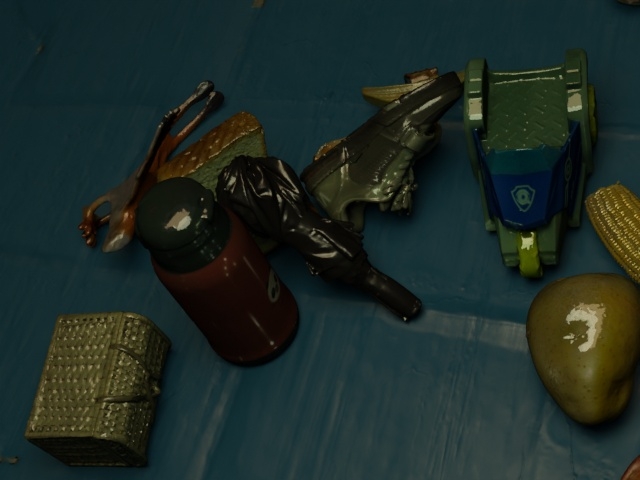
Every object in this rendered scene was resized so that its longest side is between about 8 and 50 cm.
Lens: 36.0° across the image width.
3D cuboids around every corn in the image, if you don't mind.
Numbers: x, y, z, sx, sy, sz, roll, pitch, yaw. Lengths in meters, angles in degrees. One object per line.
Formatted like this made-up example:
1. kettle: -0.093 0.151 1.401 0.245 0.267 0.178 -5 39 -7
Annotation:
1. corn: 0.430 -0.008 1.347 0.085 0.063 0.165 -32 51 9

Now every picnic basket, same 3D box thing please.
1. picnic basket: -0.307 0.216 1.419 0.154 0.134 0.196 -4 57 16

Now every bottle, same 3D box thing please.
1. bottle: -0.141 0.039 1.349 0.144 0.336 0.144 -9 55 13

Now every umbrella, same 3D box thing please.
1. umbrella: 0.000 0.000 1.394 0.340 0.118 0.118 37 73 -1

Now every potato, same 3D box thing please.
1. potato: 0.338 0.136 1.247 0.157 0.157 0.194 -7 79 15

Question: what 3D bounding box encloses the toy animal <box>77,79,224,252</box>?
1. toy animal: -0.288 -0.116 1.637 0.302 0.225 0.284 -32 34 12

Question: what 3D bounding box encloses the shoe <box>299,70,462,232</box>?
1. shoe: 0.115 -0.115 1.462 0.293 0.109 0.149 -34 82 25

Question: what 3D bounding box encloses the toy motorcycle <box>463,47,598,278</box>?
1. toy motorcycle: 0.292 -0.121 1.389 0.191 0.200 0.326 -3 56 17

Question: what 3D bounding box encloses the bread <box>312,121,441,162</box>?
1. bread: 0.092 -0.140 1.559 0.214 0.053 0.073 -14 63 15

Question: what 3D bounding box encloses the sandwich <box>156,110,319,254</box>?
1. sandwich: -0.126 -0.068 1.485 0.186 0.214 0.065 -34 40 -5

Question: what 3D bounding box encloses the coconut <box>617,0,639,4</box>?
1. coconut: 0.503 -0.416 1.580 0.082 0.081 0.083 25 48 -6

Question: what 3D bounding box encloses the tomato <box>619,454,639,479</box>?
1. tomato: 0.407 0.338 1.053 0.232 0.188 0.232 -5 59 9

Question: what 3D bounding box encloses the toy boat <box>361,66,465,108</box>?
1. toy boat: 0.154 -0.245 1.597 0.172 0.065 0.066 -12 68 6
